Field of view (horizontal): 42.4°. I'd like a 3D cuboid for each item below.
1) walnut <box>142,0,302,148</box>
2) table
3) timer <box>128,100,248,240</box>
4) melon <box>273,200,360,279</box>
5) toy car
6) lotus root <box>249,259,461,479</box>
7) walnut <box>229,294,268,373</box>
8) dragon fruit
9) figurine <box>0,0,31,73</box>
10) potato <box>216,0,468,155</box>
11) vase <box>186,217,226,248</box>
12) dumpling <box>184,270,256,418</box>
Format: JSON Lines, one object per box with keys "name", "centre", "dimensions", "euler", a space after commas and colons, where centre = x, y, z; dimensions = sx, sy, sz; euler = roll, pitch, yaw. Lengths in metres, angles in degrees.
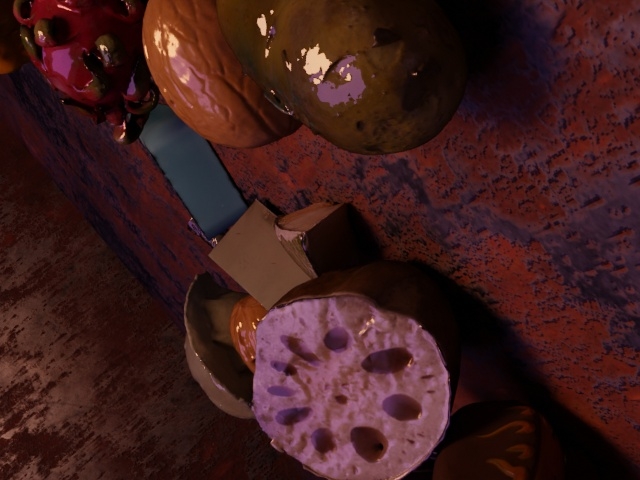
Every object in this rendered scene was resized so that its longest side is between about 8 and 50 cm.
{"name": "walnut", "centre": [-0.092, -0.186, 0.840], "dimensions": [0.165, 0.165, 0.197], "euler": [16, 140, 59]}
{"name": "table", "centre": [-0.041, 0.062, 1.290], "dimensions": [0.240, 0.121, 0.111], "euler": [40, 177, 29]}
{"name": "timer", "centre": [-0.244, -0.139, 1.466], "dimensions": [0.232, 0.091, 0.250], "euler": [59, 171, -29]}
{"name": "melon", "centre": [-0.005, 0.001, 1.120], "dimensions": [0.139, 0.093, 0.202], "euler": [34, 165, 33]}
{"name": "toy car", "centre": [0.175, 0.329, 1.002], "dimensions": [0.340, 0.271, 0.240], "euler": [-12, 123, 29]}
{"name": "lotus root", "centre": [0.051, 0.144, 1.019], "dimensions": [0.272, 0.192, 0.272], "euler": [8, 119, 15]}
{"name": "walnut", "centre": [-0.082, 0.181, 1.538], "dimensions": [0.207, 0.159, 0.159], "euler": [49, 164, -29]}
{"name": "dragon fruit", "centre": [-0.313, -0.273, 1.162], "dimensions": [0.273, 0.218, 0.198], "euler": [106, 167, -74]}
{"name": "figurine", "centre": [-0.634, -0.462, 1.299], "dimensions": [0.387, 0.268, 0.401], "euler": [27, 173, 16]}
{"name": "potato", "centre": [0.011, -0.159, 0.673], "dimensions": [0.248, 0.143, 0.169], "euler": [37, 150, 36]}
{"name": "vase", "centre": [-0.187, 0.015, 1.616], "dimensions": [0.167, 0.059, 0.059], "euler": [46, 162, 10]}
{"name": "dumpling", "centre": [-0.168, 0.251, 1.688], "dimensions": [0.320, 0.270, 0.212], "euler": [28, 133, -2]}
